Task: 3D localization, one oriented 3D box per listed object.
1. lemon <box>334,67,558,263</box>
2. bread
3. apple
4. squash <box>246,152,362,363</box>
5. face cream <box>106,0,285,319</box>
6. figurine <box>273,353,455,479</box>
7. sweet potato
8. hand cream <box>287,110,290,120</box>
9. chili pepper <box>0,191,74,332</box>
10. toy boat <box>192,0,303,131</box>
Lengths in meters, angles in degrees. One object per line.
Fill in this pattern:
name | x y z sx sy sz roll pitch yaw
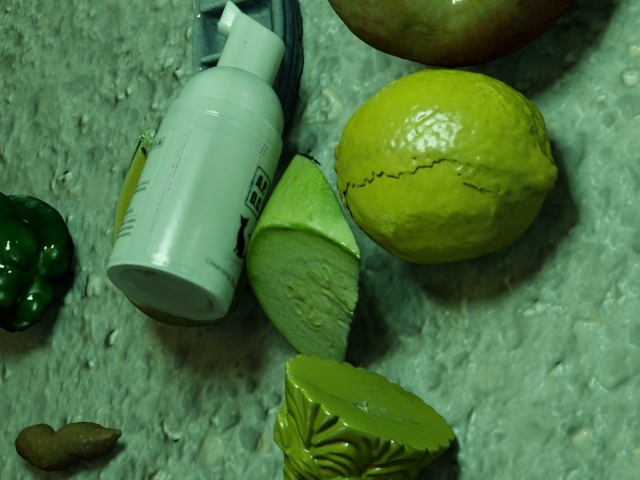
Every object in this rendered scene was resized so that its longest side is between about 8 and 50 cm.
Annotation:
lemon | 0.125 -0.077 1.678 0.260 0.204 0.204 2 75 35
bread | -0.172 -0.009 1.986 0.156 0.158 0.261 -20 60 52
apple | 0.142 -0.331 1.704 0.301 0.301 0.302 -19 62 39
squash | 0.000 0.000 1.804 0.204 0.155 0.237 35 143 18
face cream | -0.117 -0.104 1.855 0.145 0.145 0.370 -3 61 44
figurine | -0.015 0.297 1.703 0.168 0.187 0.315 43 113 40
sweet potato | -0.329 0.265 2.091 0.218 0.051 0.065 -9 66 43
hand cream | -0.109 -0.171 2.059 0.174 0.047 0.076 -10 67 31
chili pepper | -0.448 0.017 2.232 0.261 0.165 0.174 32 109 48
toy boat | -0.092 -0.227 2.006 0.127 0.078 0.283 -9 68 20
